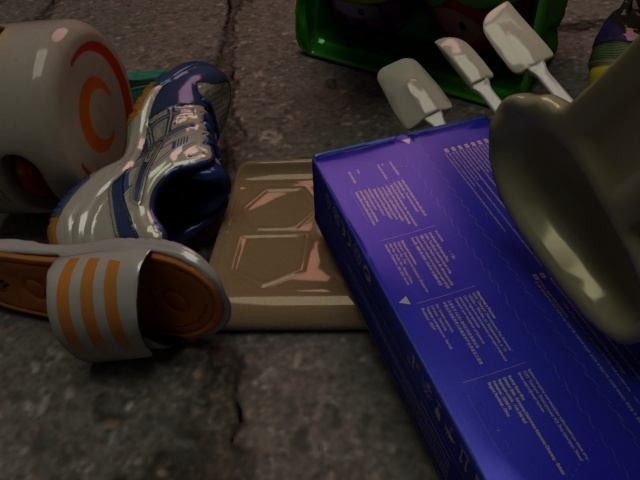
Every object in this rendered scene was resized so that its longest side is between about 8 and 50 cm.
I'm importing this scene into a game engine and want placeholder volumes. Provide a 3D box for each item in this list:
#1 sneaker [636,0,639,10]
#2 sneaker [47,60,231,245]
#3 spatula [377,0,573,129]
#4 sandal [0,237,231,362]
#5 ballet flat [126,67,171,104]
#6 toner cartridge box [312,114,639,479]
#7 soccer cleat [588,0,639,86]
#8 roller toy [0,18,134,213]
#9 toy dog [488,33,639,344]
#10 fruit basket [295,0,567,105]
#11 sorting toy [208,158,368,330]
[{"bbox_3d":[0.433,-0.286,0.869,0.130,0.112,0.319,-4,37,0],"label":"sneaker"},{"bbox_3d":[-0.132,-0.068,0.689,0.130,0.112,0.297,3,49,23],"label":"sneaker"},{"bbox_3d":[0.179,-0.118,0.692,0.168,0.019,0.242,-27,67,-6],"label":"spatula"},{"bbox_3d":[-0.195,0.057,0.562,0.265,0.102,0.076,1,40,24],"label":"sandal"},{"bbox_3d":[-0.243,-0.172,0.876,0.247,0.083,0.087,0,15,9],"label":"ballet flat"},{"bbox_3d":[0.123,0.048,0.500,0.165,0.075,0.348,-13,45,-12],"label":"toner cartridge box"},{"bbox_3d":[0.323,-0.136,0.698,0.093,0.121,0.289,14,41,2],"label":"soccer cleat"},{"bbox_3d":[-0.291,-0.123,0.714,0.146,0.191,0.209,-1,10,10],"label":"roller toy"},{"bbox_3d":[0.369,-0.054,0.349,0.407,0.285,0.396,-20,65,-17],"label":"toy dog"},{"bbox_3d":[0.093,-0.328,0.834,0.391,0.283,0.392,4,27,-2],"label":"fruit basket"},{"bbox_3d":[0.000,0.000,0.647,0.192,0.038,0.208,-1,44,8],"label":"sorting toy"}]
